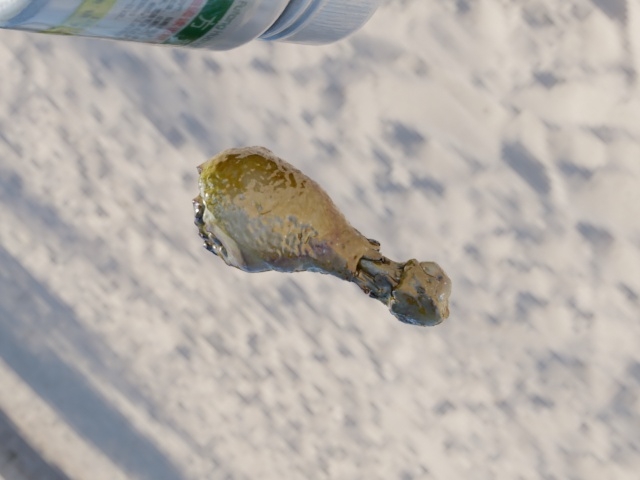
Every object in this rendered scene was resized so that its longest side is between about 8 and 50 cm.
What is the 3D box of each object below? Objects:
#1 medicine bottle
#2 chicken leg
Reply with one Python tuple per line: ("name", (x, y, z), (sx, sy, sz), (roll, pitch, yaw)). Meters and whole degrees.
("medicine bottle", (-0.114, -0.257, 1.391), (0.339, 0.208, 0.208), (2, -160, -42))
("chicken leg", (-0.001, 0.000, 1.462), (0.251, 0.107, 0.087), (26, 164, 13))
